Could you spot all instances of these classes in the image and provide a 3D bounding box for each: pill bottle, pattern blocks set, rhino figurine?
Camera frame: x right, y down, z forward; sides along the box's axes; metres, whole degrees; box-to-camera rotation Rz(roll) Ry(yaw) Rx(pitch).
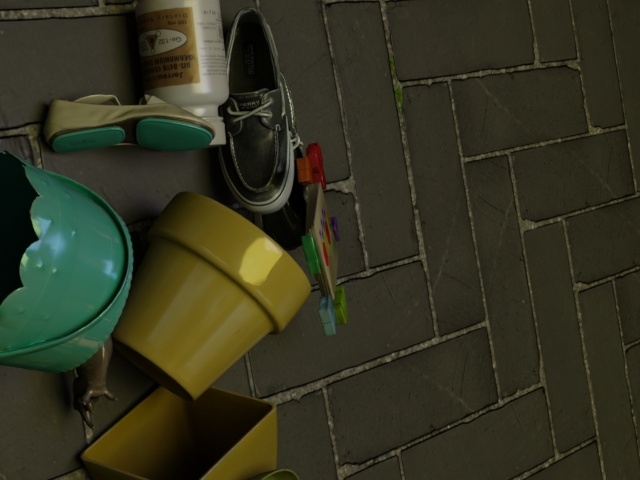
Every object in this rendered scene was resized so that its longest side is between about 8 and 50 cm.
[{"bbox_3d":[-0.208,-0.255,1.975,0.131,0.131,0.229,-9,93,-47],"label":"pill bottle"},{"bbox_3d":[0.000,0.000,2.031,0.325,0.026,0.285,-76,154,-73],"label":"pattern blocks set"},{"bbox_3d":[-0.332,0.144,1.816,0.073,0.106,0.243,-1,86,-41],"label":"rhino figurine"}]

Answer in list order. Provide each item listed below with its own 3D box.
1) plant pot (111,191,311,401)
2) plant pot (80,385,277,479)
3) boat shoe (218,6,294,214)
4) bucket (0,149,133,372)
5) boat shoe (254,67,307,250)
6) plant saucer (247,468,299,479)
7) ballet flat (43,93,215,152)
[{"bbox_3d":[-0.181,0.096,1.902,0.254,0.254,0.239,46,71,-33],"label":"plant pot"},{"bbox_3d":[-0.187,0.352,1.893,0.212,0.212,0.187,-40,130,-41],"label":"plant pot"},{"bbox_3d":[-0.115,-0.210,2.047,0.119,0.121,0.335,74,7,-74],"label":"boat shoe"},{"bbox_3d":[-0.387,0.036,1.667,0.183,0.281,0.281,24,69,-46],"label":"bucket"},{"bbox_3d":[-0.057,-0.142,2.146,0.116,0.099,0.319,-3,88,-47],"label":"boat shoe"},{"bbox_3d":[-0.110,0.430,1.845,0.241,0.037,0.241,-41,143,-40],"label":"plant saucer"},{"bbox_3d":[-0.278,-0.178,1.878,0.248,0.086,0.086,-2,86,-16],"label":"ballet flat"}]
